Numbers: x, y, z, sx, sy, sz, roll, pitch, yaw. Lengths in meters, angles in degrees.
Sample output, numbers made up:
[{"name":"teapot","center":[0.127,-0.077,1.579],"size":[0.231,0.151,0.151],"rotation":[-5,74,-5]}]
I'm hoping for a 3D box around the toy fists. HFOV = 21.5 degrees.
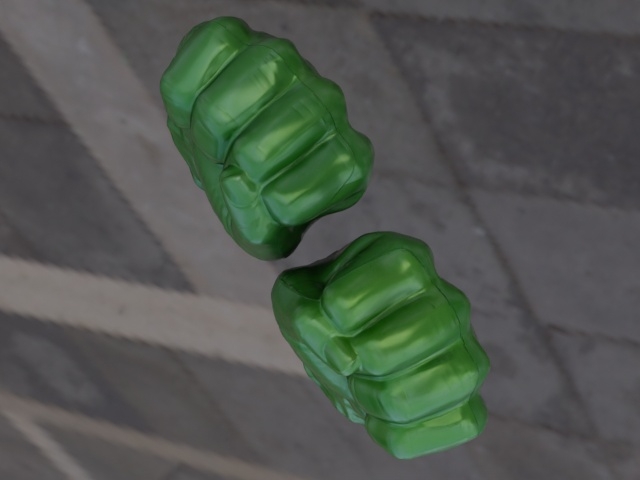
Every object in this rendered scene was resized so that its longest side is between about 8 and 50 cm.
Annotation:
[{"name":"toy fists","center":[0.000,0.000,0.956],"size":[0.279,0.096,0.142],"rotation":[60,163,-3]}]
